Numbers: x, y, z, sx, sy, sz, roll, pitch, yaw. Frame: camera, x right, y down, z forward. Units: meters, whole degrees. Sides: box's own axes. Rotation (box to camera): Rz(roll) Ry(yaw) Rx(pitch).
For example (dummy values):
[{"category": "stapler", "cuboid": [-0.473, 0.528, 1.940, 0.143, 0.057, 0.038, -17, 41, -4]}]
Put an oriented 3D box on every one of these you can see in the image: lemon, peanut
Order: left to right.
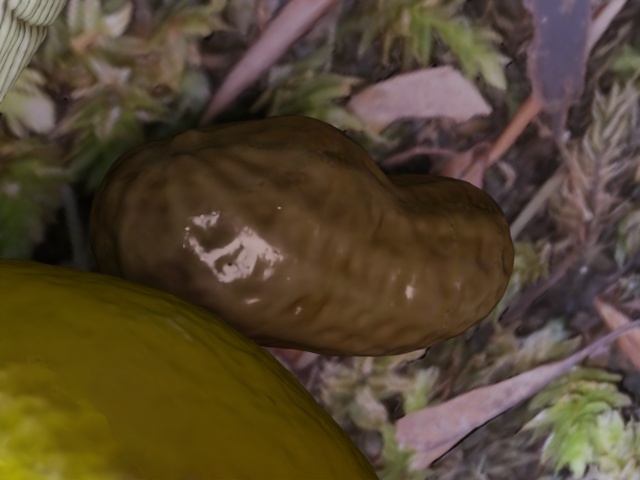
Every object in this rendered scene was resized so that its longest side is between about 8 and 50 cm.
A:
[{"category": "lemon", "cuboid": [-0.116, 0.169, 0.631, 0.348, 0.348, 0.348, -14, 123, -24]}, {"category": "peanut", "cuboid": [0.000, 0.000, 0.753, 0.226, 0.095, 0.108, 11, 107, -36]}]

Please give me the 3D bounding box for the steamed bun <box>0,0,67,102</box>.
[{"category": "steamed bun", "cuboid": [-0.171, -0.099, 0.559, 0.152, 0.170, 0.239, 36, 90, -4]}]
